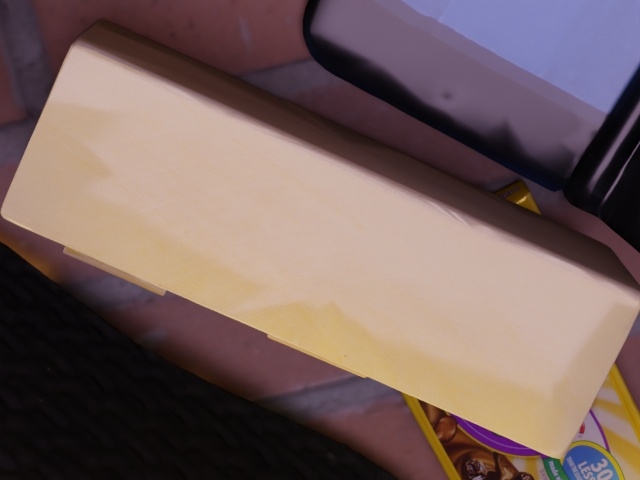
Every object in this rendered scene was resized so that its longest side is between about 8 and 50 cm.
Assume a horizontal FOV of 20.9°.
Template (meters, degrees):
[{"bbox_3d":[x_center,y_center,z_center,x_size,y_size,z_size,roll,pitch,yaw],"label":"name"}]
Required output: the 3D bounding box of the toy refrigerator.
[{"bbox_3d":[0.000,0.000,0.789,0.269,0.102,0.094,24,101,-6],"label":"toy refrigerator"}]

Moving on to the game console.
[{"bbox_3d":[0.171,-0.132,0.746,0.173,0.250,0.293,16,111,-39],"label":"game console"}]

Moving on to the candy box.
[{"bbox_3d":[0.102,0.080,0.888,0.105,0.027,0.206,-28,110,3],"label":"candy box"}]

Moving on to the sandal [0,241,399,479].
[{"bbox_3d":[-0.139,0.106,0.812,0.446,0.167,0.107,32,122,-15],"label":"sandal"}]
